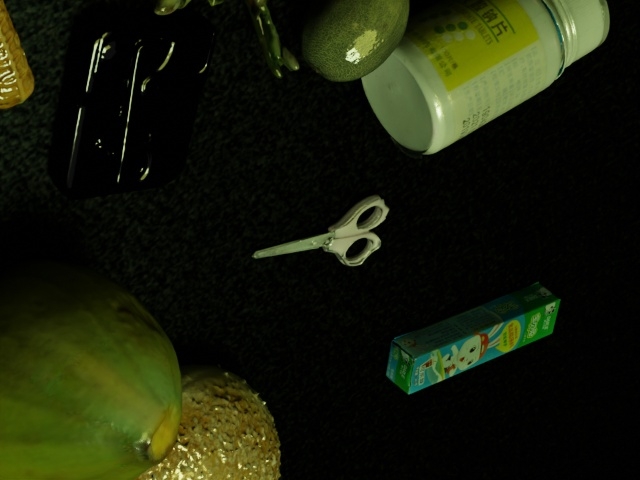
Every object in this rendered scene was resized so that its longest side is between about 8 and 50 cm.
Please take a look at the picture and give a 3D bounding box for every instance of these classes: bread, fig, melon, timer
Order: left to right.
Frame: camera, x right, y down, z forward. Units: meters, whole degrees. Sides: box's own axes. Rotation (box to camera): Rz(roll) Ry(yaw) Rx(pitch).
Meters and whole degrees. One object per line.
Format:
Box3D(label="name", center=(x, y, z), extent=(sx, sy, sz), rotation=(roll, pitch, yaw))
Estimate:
Box3D(label="bread", center=(-0.291, -0.178, 1.384), extent=(0.052, 0.044, 0.157), rotation=(-32, 139, -16))
Box3D(label="fig", center=(-0.248, 0.147, 1.520), extent=(0.239, 0.271, 0.239), rotation=(-26, 127, -40))
Box3D(label="timer", center=(-0.177, -0.127, 1.530), extent=(0.144, 0.055, 0.187), rotation=(-12, 129, -39))
Box3D(label="bread", center=(-0.170, 0.279, 1.797), extent=(0.305, 0.159, 0.305), rotation=(-24, 135, -27))
Box3D(label="melon", center=(0.035, -0.221, 1.622), extent=(0.131, 0.098, 0.098), rotation=(-52, 143, -9))

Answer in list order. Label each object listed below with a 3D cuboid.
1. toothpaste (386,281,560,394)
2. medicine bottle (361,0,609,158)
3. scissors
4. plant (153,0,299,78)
Box3D(label="toothpaste", center=(0.205, 0.127, 2.119), extent=(0.266, 0.050, 0.065), rotation=(-19, 130, -34))
Box3D(label="medicine bottle", center=(0.181, -0.209, 1.738), extent=(0.258, 0.143, 0.143), rotation=(-30, 138, -23))
Box3D(label="scissors", center=(0.000, 0.000, 1.842), extent=(0.189, 0.015, 0.100), rotation=(-13, 133, -35))
Box3D(label="plant", center=(-0.122, -0.274, 1.433), extent=(0.180, 0.251, 0.333), rotation=(-18, 173, -9))
